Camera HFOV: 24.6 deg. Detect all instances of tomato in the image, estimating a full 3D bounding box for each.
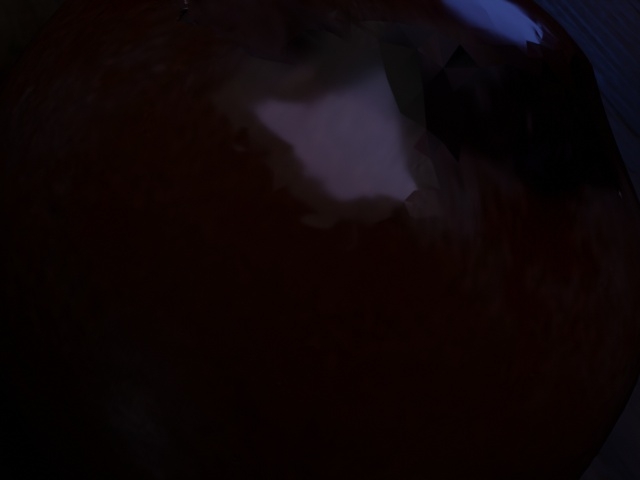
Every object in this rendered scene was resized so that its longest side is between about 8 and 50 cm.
[{"bbox_3d":[0.000,0.000,0.444,0.208,0.184,0.208,13,43,-13],"label":"tomato"}]

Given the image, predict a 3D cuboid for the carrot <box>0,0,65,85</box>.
[{"bbox_3d":[-0.187,-0.052,0.444,0.139,0.138,0.302,43,44,17],"label":"carrot"}]
